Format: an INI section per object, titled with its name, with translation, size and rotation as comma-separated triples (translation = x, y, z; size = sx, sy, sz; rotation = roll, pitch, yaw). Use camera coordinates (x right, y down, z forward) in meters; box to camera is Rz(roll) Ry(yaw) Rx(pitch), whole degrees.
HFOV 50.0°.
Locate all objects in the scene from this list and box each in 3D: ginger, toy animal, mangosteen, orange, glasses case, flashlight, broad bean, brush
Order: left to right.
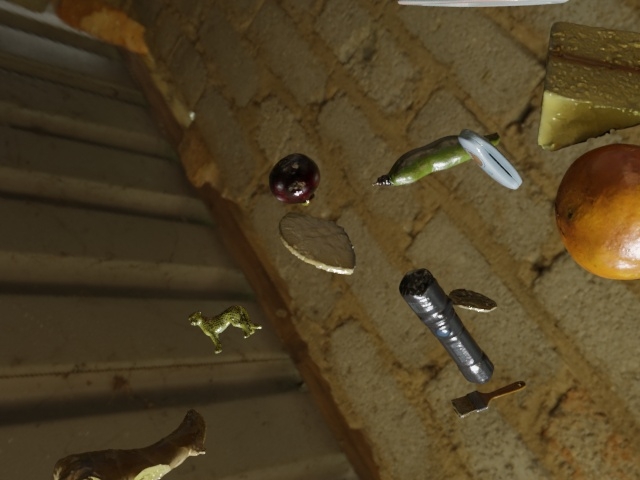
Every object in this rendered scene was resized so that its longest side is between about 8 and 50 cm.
[ginger]
translation = -0.310, 0.366, 1.154
size = 0.131, 0.086, 0.294
rotation = 12, -161, 38
[toy animal]
translation = -0.274, 0.236, 1.987
size = 0.136, 0.181, 0.073
rotation = 62, -173, -3
[mangosteen]
translation = -0.066, -0.162, 1.888
size = 0.152, 0.152, 0.152
rotation = 30, -152, -18
[broad bean]
translation = 0.279, -0.203, 1.677
size = 0.061, 0.338, 0.077
rotation = 64, -176, -72
[flashlight]
translation = 0.340, 0.240, 1.809
size = 0.424, 0.103, 0.103
rotation = 52, -163, -32
[glasses case]
translation = 0.337, -0.160, 1.359
size = 0.178, 0.045, 0.067
rotation = 36, -174, -34
[brush]
translation = 0.344, 0.314, 1.383
size = 0.169, 0.014, 0.043
rotation = -14, -129, -19
[orange]
translation = 0.611, -0.059, 1.404
size = 0.226, 0.284, 0.284
rotation = -6, -139, -10

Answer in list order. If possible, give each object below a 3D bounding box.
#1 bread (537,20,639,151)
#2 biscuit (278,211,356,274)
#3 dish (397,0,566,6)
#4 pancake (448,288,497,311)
[bread]
translation = 0.620, -0.329, 1.535
size = 0.236, 0.198, 0.264
rotation = 8, -125, 17
[biscuit]
translation = 0.000, 0.000, 1.724
size = 0.188, 0.040, 0.265
rotation = -21, -133, -41
[dish]
translation = 0.242, -0.370, 0.981
size = 0.154, 0.064, 0.234
rotation = -15, -157, -41
[pancake]
translation = 0.410, 0.163, 1.846
size = 0.139, 0.022, 0.139
rotation = 10, -166, -3
